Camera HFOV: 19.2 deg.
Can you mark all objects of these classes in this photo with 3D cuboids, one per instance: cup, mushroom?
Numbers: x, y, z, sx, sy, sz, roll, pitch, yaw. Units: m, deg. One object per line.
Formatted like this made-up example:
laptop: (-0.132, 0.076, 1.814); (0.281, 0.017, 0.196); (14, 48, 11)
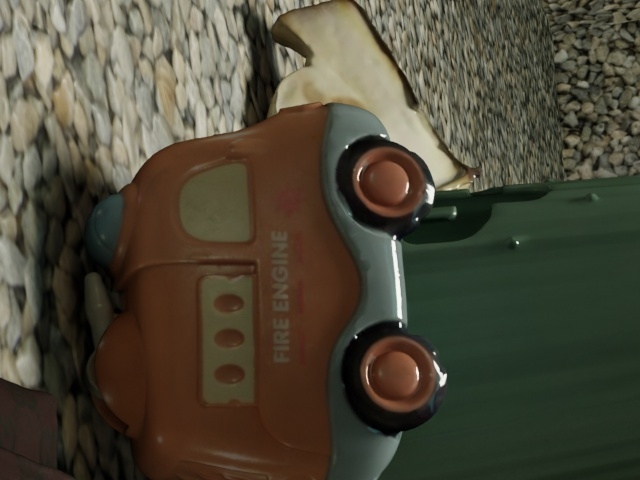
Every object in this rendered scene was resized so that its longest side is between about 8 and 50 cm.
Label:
cup: (0.108, 0.072, 1.594); (0.310, 0.392, 0.401); (75, 9, -45)
mushroom: (0.004, -0.093, 1.847); (0.236, 0.162, 0.173); (57, -30, 11)

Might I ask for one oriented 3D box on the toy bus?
toy bus: (-0.049, 0.048, 1.311); (0.194, 0.232, 0.288); (127, -39, -69)

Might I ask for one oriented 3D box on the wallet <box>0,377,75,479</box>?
wallet: (-0.196, 0.148, 1.001); (0.229, 0.049, 0.182); (43, 43, -66)
